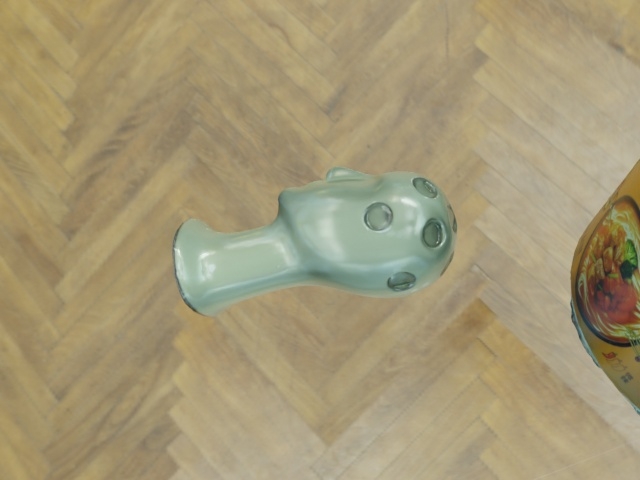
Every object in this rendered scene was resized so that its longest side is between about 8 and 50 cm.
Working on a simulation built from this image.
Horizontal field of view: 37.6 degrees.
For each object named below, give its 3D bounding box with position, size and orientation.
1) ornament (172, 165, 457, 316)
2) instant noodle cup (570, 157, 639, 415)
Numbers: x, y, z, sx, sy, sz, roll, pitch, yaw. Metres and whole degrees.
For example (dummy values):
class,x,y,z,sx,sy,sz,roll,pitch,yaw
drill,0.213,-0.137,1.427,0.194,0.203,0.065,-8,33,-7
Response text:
class,x,y,z,sx,sy,sz,roll,pitch,yaw
ornament,0.000,0.000,0.544,0.156,0.075,0.081,-12,84,16
instant noodle cup,0.249,0.008,0.508,0.215,0.172,0.216,10,58,-15
